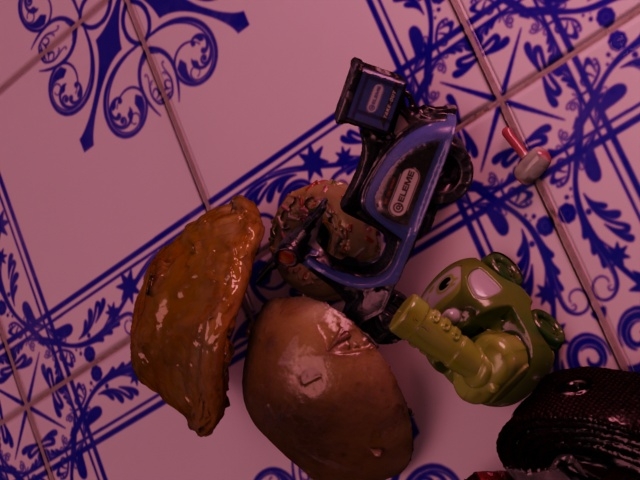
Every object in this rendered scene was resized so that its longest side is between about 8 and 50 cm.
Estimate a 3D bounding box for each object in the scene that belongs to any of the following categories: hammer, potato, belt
[{"bbox_3d":[0.253,-0.112,1.786,0.052,0.031,0.083,-47,58,23],"label":"hammer"},{"bbox_3d":[-0.003,0.221,1.843,0.239,0.116,0.299,-2,121,37],"label":"potato"},{"bbox_3d":[0.360,0.244,1.635,0.289,0.164,0.184,12,123,34],"label":"belt"}]

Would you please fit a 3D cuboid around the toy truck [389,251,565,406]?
[{"bbox_3d":[0.191,0.123,1.736,0.187,0.210,0.148,46,116,7],"label":"toy truck"}]

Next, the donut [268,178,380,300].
[{"bbox_3d":[0.000,0.000,1.946,0.174,0.068,0.175,1,91,37],"label":"donut"}]

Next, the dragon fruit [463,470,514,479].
[{"bbox_3d":[0.223,0.341,1.780,0.147,0.096,0.102,118,139,-55],"label":"dragon fruit"}]

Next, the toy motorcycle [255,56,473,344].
[{"bbox_3d":[0.062,-0.037,1.818,0.212,0.125,0.359,19,102,-4],"label":"toy motorcycle"}]

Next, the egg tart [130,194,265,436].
[{"bbox_3d":[-0.171,0.090,1.927,0.351,0.153,0.340,-96,20,-61],"label":"egg tart"}]
